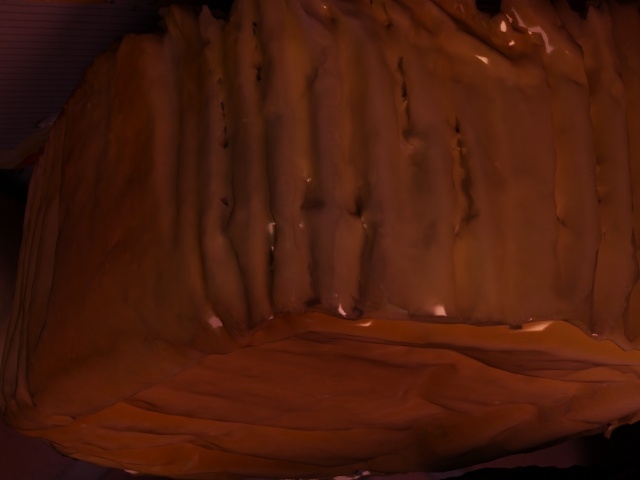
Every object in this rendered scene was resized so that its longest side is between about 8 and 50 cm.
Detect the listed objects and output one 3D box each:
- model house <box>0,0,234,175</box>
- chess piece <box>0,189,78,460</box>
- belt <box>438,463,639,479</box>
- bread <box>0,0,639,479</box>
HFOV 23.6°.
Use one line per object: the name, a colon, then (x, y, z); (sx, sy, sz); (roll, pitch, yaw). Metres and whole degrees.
model house: (-0.130, -0.118, 0.503); (0.219, 0.207, 0.136); (-32, 70, 47)
chess piece: (-0.162, 0.014, 0.690); (0.200, 0.090, 0.090); (28, 139, 25)
belt: (0.115, 0.171, 0.506); (0.160, 0.206, 0.295); (-4, 165, 33)
bread: (0.000, 0.000, 0.493); (0.179, 0.133, 0.250); (15, 156, -24)
